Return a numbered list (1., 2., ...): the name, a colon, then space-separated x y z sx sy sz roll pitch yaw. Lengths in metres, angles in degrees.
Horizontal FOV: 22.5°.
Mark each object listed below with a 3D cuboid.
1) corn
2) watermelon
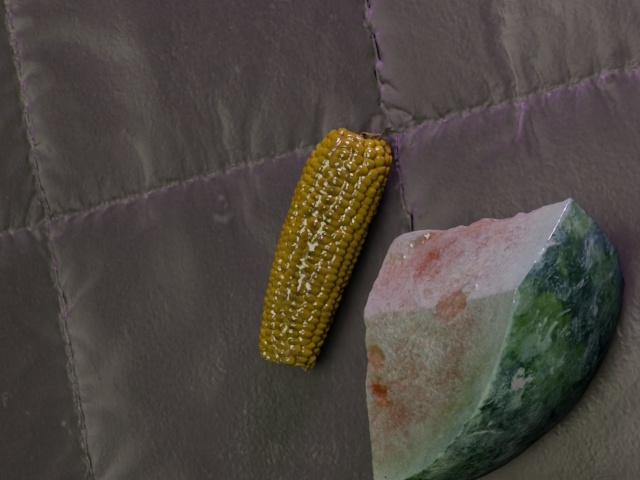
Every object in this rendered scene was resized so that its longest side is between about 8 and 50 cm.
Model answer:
1. corn: 0.000 0.000 1.887 0.101 0.101 0.310 26 101 24
2. watermelon: 0.165 0.090 1.751 0.258 0.228 0.387 42 115 30
